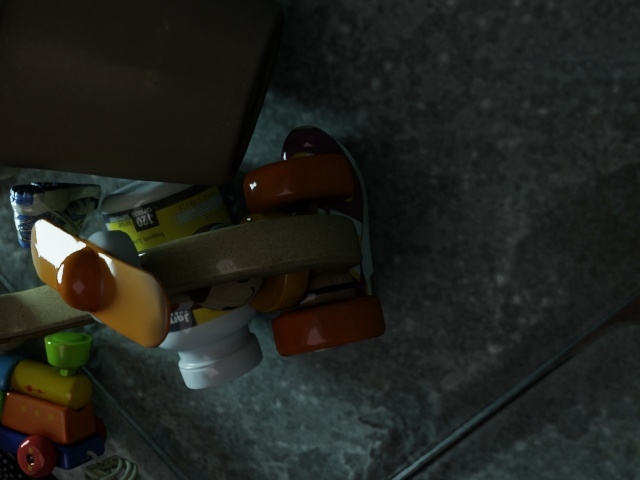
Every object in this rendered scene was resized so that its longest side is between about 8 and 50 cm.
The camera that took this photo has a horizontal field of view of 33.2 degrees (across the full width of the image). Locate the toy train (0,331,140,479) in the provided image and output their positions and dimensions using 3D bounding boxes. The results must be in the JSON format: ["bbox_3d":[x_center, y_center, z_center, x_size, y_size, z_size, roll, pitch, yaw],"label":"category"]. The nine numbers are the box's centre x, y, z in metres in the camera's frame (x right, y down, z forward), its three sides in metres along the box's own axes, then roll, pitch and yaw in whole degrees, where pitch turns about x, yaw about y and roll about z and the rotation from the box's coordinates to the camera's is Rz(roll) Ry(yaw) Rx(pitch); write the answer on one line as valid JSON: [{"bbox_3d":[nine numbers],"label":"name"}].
[{"bbox_3d":[-0.249,0.157,1.069,0.248,0.105,0.143,12,101,22],"label":"toy train"}]

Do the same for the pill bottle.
[{"bbox_3d":[-0.115,0.032,0.943,0.103,0.103,0.184,-13,103,30],"label":"pill bottle"}]

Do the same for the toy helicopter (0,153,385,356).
[{"bbox_3d":[-0.142,0.039,0.787,0.355,0.235,0.140,-14,85,26],"label":"toy helicopter"}]

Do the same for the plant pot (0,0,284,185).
[{"bbox_3d":[-0.156,-0.149,0.830,0.229,0.263,0.263,18,118,0],"label":"plant pot"}]

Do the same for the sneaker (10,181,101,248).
[{"bbox_3d":[-0.217,-0.018,0.874,0.052,0.135,0.058,3,96,9],"label":"sneaker"}]

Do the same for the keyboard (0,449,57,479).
[{"bbox_3d":[-0.346,0.246,1.189,0.180,0.023,0.108,42,122,5],"label":"keyboard"}]

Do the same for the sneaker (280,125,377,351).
[{"bbox_3d":[0.000,0.000,0.885,0.069,0.084,0.186,-7,107,28],"label":"sneaker"}]
